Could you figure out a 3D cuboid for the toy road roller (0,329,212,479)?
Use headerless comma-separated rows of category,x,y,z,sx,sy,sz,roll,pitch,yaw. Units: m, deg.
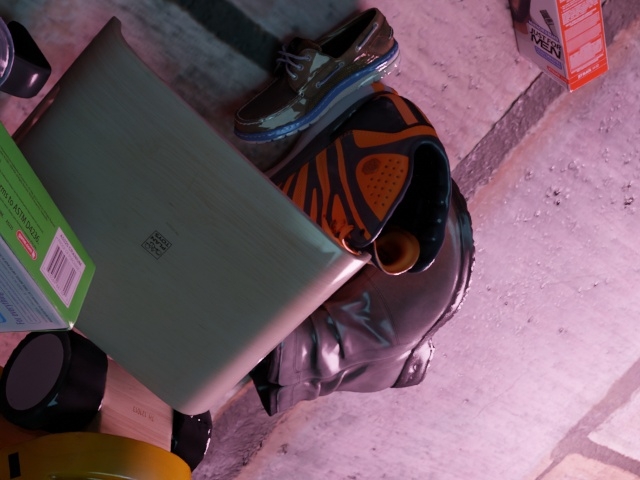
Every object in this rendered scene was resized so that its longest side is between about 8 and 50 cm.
toy road roller,-0.273,0.244,0.834,0.330,0.240,0.202,-21,141,26

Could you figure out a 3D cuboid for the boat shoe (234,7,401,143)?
boat shoe,-0.011,-0.160,0.852,0.183,0.066,0.066,-35,131,-15

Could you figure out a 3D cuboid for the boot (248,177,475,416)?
boot,0.037,0.076,1.027,0.223,0.118,0.338,-8,129,-23

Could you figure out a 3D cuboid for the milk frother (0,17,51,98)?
milk frother,-0.245,-0.184,0.637,0.129,0.134,0.143,4,123,-36

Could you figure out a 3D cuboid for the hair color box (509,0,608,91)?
hair color box,0.232,-0.242,0.901,0.053,0.093,0.167,-30,134,-6

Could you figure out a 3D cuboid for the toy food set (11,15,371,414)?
toy food set,-0.137,-0.011,0.796,0.306,0.092,0.220,43,107,-12

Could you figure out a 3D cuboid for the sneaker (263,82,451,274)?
sneaker,0.000,0.000,0.899,0.125,0.180,0.321,25,110,-42

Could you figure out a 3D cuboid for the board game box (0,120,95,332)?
board game box,-0.358,-0.025,0.638,0.317,0.064,0.242,-4,137,16
